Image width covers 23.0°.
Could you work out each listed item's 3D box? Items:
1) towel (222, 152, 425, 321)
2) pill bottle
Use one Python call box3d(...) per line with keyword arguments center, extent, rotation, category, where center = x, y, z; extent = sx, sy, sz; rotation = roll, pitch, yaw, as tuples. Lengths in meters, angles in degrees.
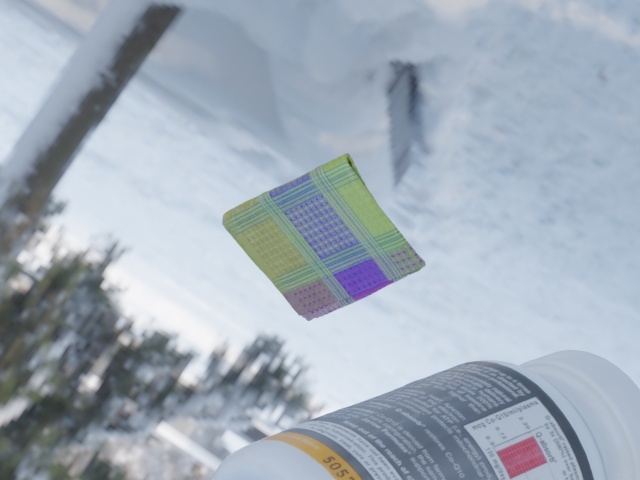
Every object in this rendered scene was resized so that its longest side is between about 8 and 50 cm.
box3d(center=(0.000, 0.000, 0.646), extent=(0.083, 0.009, 0.060), rotation=(-26, 107, 46), category="towel")
box3d(center=(0.078, 0.166, 0.978), extent=(0.278, 0.162, 0.162), rotation=(-16, -152, -37), category="pill bottle")
